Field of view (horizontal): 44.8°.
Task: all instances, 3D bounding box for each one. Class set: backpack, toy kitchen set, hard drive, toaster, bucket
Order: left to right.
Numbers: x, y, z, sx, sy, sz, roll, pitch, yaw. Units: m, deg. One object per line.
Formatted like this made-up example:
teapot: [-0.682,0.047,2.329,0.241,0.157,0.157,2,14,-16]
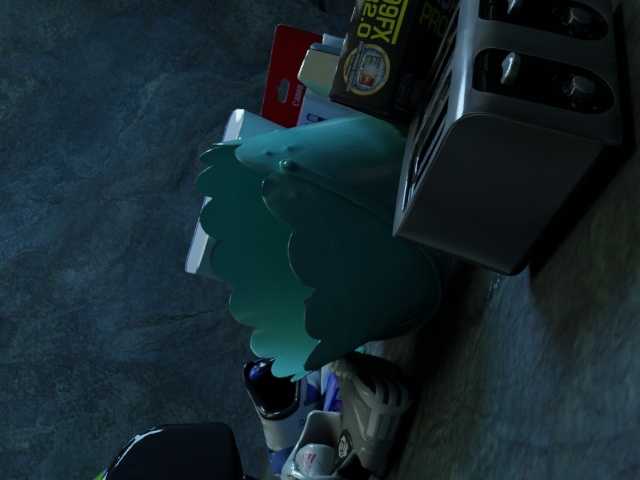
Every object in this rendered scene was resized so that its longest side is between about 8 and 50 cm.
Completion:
backpack: [-0.195,0.418,0.833,0.290,0.273,0.355,-100,10,-51]
hard drive: [-0.009,-0.020,1.045,0.040,0.318,0.210,11,83,54]
bucket: [0.000,0.000,0.845,0.281,0.183,0.281,50,151,41]
toy kitchen set: [0.094,-0.211,0.897,0.207,0.122,0.166,26,-96,-64]
toaster: [0.133,-0.082,0.576,0.186,0.110,0.168,110,175,-52]

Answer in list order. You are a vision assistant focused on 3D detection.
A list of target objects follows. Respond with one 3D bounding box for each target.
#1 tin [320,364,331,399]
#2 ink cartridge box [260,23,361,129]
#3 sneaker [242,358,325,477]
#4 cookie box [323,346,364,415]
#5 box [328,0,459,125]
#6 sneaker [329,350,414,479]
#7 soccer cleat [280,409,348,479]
tin: [0.029,0.225,1.422,0.190,0.040,0.106,-89,11,-76]
ink cartridge box: [0.028,-0.157,1.204,0.309,0.272,0.130,109,177,-62]
sneaker: [-0.060,0.260,1.416,0.315,0.127,0.182,-98,-6,-66]
cookie box: [0.036,0.230,1.228,0.107,0.040,0.092,-79,6,-56]
box: [0.121,-0.210,0.740,0.270,0.060,0.216,2,-72,-62]
sneaker: [0.042,0.207,0.911,0.228,0.086,0.132,-147,71,-85]
soccer cleat: [-0.017,0.325,0.889,0.331,0.116,0.143,-78,-10,-66]
